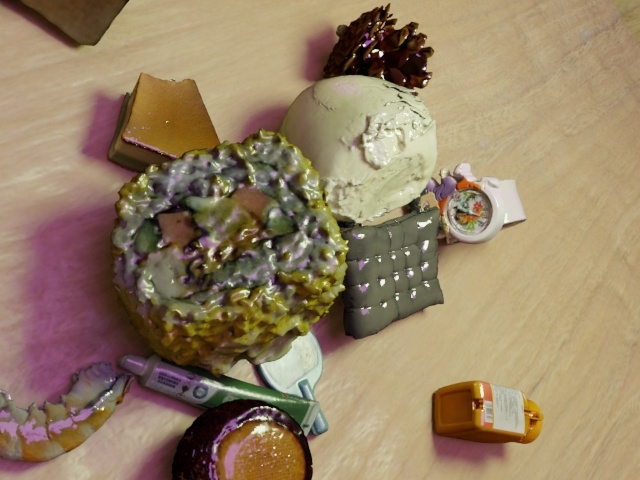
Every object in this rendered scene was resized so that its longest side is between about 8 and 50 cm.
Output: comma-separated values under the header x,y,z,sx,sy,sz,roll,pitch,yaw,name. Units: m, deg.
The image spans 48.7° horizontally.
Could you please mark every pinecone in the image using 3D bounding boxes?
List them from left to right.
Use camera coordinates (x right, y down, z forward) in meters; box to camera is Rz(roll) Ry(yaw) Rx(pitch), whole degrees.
x,y,z,sx,sy,sz,roll,pitch,yaw,name
0.148,-0.419,1.653,0.264,0.264,0.264,13,66,-31,pinecone

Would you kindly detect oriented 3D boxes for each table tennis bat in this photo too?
x,y,z,sx,sy,sz,roll,pitch,yaw,name
-0.044,0.269,1.391,0.149,0.038,0.237,-17,80,-39,table tennis bat

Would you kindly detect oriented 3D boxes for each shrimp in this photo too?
x,y,z,sx,sy,sz,roll,pitch,yaw,name
-0.454,0.248,1.103,0.287,0.068,0.185,21,58,-17,shrimp

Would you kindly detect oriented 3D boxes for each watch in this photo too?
x,y,z,sx,sy,sz,roll,pitch,yaw,name
0.357,-0.082,1.716,0.231,0.244,0.196,-6,78,-59,watch

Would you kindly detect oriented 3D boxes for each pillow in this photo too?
x,y,z,sx,sy,sz,roll,pitch,yaw,name
0.151,0.060,1.513,0.326,0.101,0.228,-13,99,-47,pillow

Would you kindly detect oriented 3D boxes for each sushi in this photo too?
x,y,z,sx,sy,sz,roll,pitch,yaw,name
-0.153,0.031,1.206,0.396,0.240,0.351,-21,68,-18,sushi

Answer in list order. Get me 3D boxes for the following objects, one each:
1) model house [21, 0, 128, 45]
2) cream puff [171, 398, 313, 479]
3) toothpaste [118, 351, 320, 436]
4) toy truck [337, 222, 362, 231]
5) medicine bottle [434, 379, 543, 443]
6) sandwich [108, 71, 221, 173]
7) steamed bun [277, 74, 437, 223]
x,y,z,sx,sy,sz,roll,pitch,yaw,name
-0.432,-0.637,1.280,0.342,0.334,0.382,33,47,-23,model house
-0.135,0.386,1.195,0.239,0.165,0.239,9,73,-31,cream puff
-0.177,0.277,1.274,0.392,0.061,0.099,26,91,-25,toothpaste
-0.001,0.000,1.497,0.177,0.080,0.115,4,80,-36,toy truck
0.379,0.387,1.570,0.222,0.149,0.112,17,63,-30,medicine bottle
-0.272,-0.209,1.361,0.220,0.108,0.186,21,62,-25,sandwich
0.065,-0.215,1.455,0.333,0.233,0.312,-30,55,-32,steamed bun
